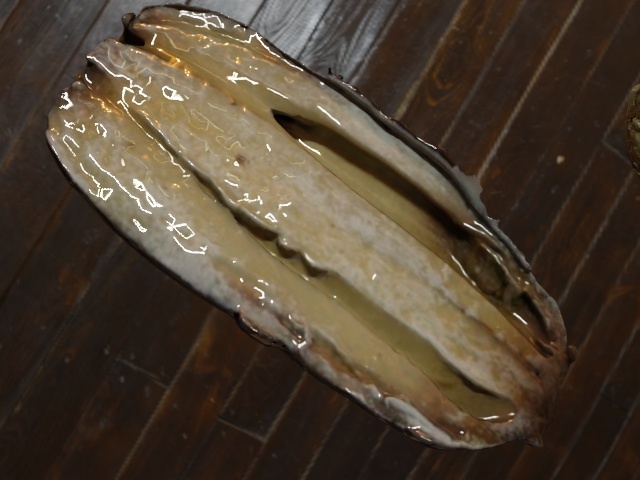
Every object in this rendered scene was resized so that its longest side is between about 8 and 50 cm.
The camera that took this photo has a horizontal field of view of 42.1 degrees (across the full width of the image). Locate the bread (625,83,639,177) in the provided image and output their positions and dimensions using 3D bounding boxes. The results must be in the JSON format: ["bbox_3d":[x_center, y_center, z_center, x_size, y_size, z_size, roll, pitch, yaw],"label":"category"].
[{"bbox_3d":[0.176,-0.036,0.325,0.105,0.072,0.053,-1,125,-17],"label":"bread"}]

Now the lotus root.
[{"bbox_3d":[0.001,0.001,0.488,0.329,0.078,0.167,40,66,0],"label":"lotus root"}]
